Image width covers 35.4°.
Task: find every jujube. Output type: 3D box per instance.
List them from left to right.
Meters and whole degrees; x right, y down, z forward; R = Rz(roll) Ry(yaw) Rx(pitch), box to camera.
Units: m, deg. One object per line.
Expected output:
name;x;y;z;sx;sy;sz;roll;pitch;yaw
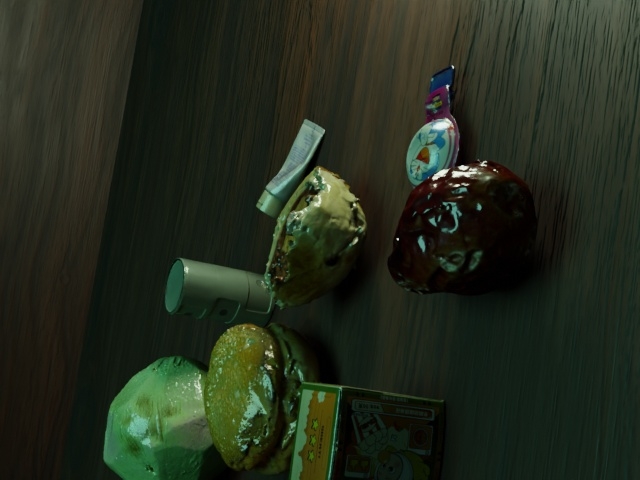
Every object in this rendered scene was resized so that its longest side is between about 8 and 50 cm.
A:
jujube;0.203;-0.012;1.490;0.290;0.197;0.197;138;137;-62

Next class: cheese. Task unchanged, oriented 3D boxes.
cheese;0.196;-0.177;1.707;0.155;0.062;0.244;-14;66;63

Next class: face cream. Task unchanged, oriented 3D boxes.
face cream;-0.060;-0.156;2.217;0.224;0.070;0.114;-61;30;6

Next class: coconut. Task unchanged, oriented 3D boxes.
coconut;-0.334;0.437;2.263;0.328;0.281;0.328;-13;57;20

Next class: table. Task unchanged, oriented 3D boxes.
table;-0.224;0.119;2.229;0.126;0.220;0.126;-34;50;54

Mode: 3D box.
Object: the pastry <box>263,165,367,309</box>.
pastry;-0.002;0.001;1.921;0.237;0.170;0.256;-80;13;-53

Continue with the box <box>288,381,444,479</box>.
box;0.073;0.325;1.591;0.148;0.195;0.177;-7;73;63

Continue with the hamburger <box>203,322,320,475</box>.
hamburger;-0.109;0.310;1.984;0.314;0.170;0.290;41;119;59
